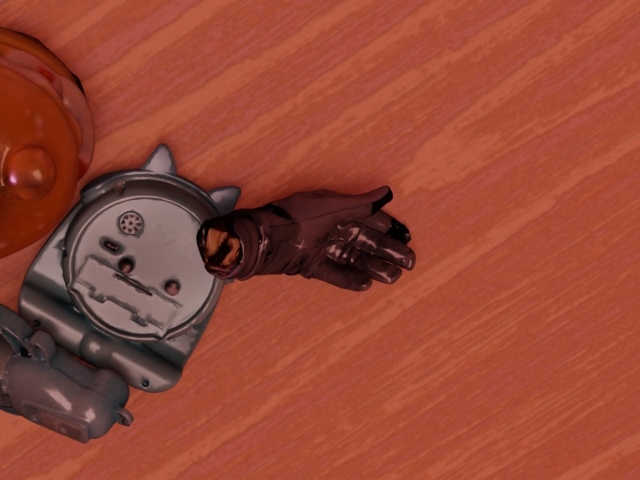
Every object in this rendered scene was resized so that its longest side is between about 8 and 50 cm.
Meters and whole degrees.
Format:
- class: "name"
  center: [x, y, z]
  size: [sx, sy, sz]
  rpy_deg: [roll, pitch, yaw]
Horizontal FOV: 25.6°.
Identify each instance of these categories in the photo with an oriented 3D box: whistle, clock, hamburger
- class: "whistle"
  center: [-0.344, 0.165, 1.653]
  size: [0.274, 0.093, 0.186]
  rpy_deg: [20, 140, 11]
- class: "clock"
  center: [-0.214, 0.026, 1.682]
  size: [0.224, 0.094, 0.274]
  rpy_deg: [29, 100, -13]
- class: "hamburger"
  center: [-0.393, -0.092, 1.546]
  size: [0.276, 0.237, 0.276]
  rpy_deg: [-3, 121, -5]

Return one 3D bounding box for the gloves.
- class: "gloves"
  center: [-0.008, -0.007, 1.666]
  size: [0.286, 0.119, 0.142]
  rpy_deg: [5, 128, -31]
